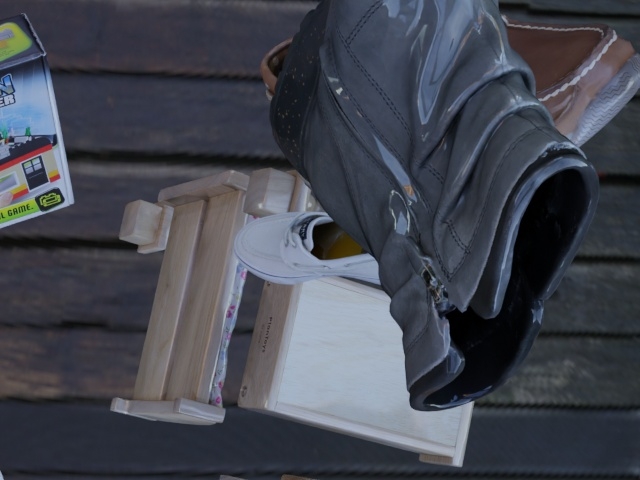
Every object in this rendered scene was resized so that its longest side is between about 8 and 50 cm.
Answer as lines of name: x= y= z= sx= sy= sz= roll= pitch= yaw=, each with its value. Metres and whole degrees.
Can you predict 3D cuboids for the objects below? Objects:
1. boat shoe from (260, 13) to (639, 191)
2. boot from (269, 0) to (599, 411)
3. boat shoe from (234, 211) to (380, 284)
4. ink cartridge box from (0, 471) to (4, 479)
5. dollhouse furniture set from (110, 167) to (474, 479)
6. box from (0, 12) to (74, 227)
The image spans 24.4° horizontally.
boat shoe: x=0.062 y=-0.098 z=0.953 sx=0.123 sy=0.324 sz=0.116 roll=-48 pitch=114 yaw=-29
boot: x=0.054 y=-0.068 z=0.509 sx=0.083 sy=0.161 sz=0.246 roll=-9 pitch=135 yaw=-22
boat shoe: x=0.000 y=0.000 z=0.664 sx=0.035 sy=0.100 sz=0.035 roll=47 pitch=57 yaw=-51
ink cartridge box: x=-0.310 y=0.339 z=1.174 sx=0.198 sy=0.115 sz=0.273 roll=-36 pitch=63 yaw=17
dollhouse furniture set: x=-0.046 y=0.115 z=1.198 sx=0.174 sy=0.355 sz=0.303 roll=18 pitch=77 yaw=-28
box: x=-0.235 y=-0.034 z=0.750 sx=0.207 sy=0.036 sz=0.114 roll=-20 pitch=142 yaw=-16
